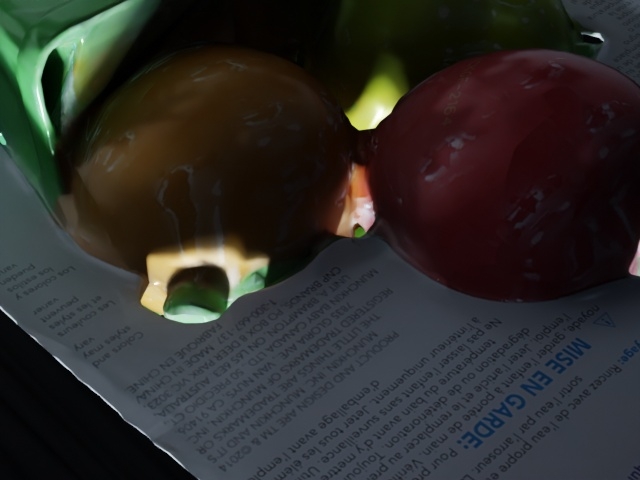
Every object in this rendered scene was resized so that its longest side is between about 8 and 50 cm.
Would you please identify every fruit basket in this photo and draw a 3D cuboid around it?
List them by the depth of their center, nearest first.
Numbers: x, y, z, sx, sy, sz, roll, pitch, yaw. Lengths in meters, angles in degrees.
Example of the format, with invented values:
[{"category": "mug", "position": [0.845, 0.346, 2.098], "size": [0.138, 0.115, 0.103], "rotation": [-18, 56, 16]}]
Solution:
[{"category": "fruit basket", "position": [0.031, -0.026, 0.542], "size": [0.327, 0.353, 0.165], "rotation": [-35, 146, -31]}]

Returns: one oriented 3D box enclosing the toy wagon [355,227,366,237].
[{"category": "toy wagon", "position": [0.000, 0.000, 0.888], "size": [0.068, 0.267, 0.344], "rotation": [-40, -150, -12]}]
